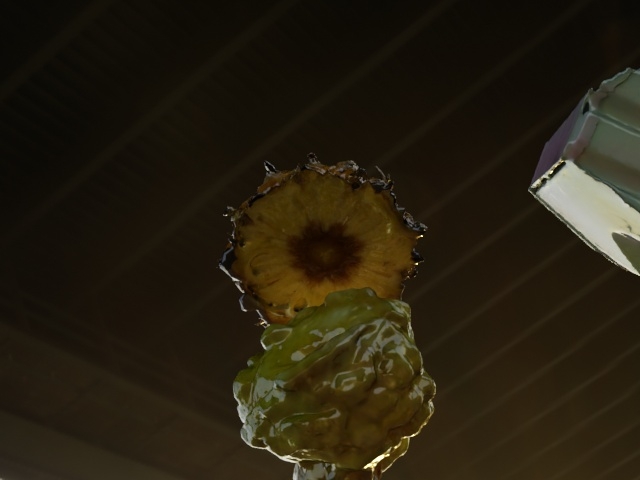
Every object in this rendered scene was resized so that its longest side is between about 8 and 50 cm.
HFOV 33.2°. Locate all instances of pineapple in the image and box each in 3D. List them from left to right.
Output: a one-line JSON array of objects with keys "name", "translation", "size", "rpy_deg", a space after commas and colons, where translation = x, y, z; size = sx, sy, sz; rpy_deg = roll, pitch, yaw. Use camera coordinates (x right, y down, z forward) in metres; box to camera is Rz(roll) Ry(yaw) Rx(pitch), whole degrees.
[{"name": "pineapple", "translation": [0.000, 0.000, 1.093], "size": [0.224, 0.076, 0.225], "rpy_deg": [-2, -59, -3]}]

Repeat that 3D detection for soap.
[{"name": "soap", "translation": [0.486, -0.058, 1.237], "size": [0.446, 0.261, 0.156], "rpy_deg": [22, -9, -1]}]

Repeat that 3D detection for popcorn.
[{"name": "popcorn", "translation": [0.019, 0.139, 0.974], "size": [0.197, 0.197, 0.155], "rpy_deg": [-41, -70, 15]}]
